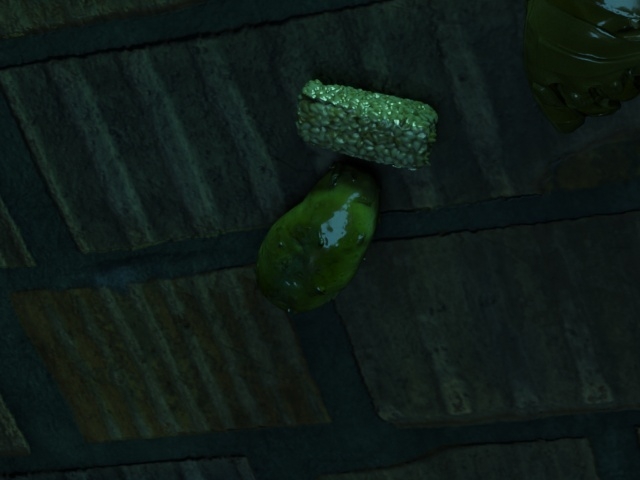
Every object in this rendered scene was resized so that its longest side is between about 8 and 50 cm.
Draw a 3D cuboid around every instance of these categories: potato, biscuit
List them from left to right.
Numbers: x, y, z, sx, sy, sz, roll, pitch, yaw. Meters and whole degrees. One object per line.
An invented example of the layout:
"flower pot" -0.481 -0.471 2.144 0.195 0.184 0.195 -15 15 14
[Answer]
"potato" 0.000 0.000 2.112 0.117 0.090 0.225 34 123 -1
"biscuit" 0.052 -0.136 2.002 0.168 0.070 0.082 13 126 11

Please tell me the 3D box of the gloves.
"gloves" 0.287 -0.236 1.799 0.154 0.141 0.331 12 129 7
